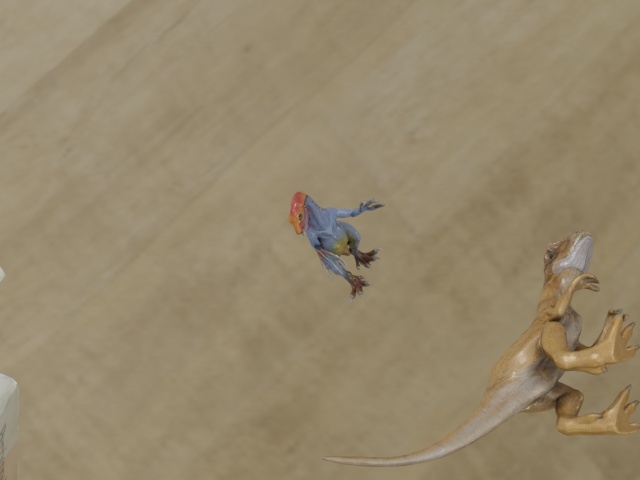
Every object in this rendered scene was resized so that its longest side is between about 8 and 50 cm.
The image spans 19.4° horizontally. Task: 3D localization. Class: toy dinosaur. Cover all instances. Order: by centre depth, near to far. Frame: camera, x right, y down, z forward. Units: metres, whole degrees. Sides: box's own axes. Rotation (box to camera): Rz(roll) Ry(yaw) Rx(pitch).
[{"bbox_3d":[0.111,0.078,1.007,0.211,0.112,0.064,-46,124,-37],"label":"toy dinosaur"},{"bbox_3d":[0.000,0.000,1.096,0.082,0.090,0.047,43,63,-30],"label":"toy dinosaur"}]

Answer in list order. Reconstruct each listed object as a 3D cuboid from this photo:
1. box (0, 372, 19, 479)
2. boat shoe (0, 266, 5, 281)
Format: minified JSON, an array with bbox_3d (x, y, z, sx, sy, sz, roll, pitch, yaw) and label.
[{"bbox_3d":[-0.226,0.186,0.686,0.121,0.148,0.311,19,56,3],"label":"box"},{"bbox_3d":[-0.398,0.000,1.493,0.319,0.116,0.099,20,66,21],"label":"boat shoe"}]
